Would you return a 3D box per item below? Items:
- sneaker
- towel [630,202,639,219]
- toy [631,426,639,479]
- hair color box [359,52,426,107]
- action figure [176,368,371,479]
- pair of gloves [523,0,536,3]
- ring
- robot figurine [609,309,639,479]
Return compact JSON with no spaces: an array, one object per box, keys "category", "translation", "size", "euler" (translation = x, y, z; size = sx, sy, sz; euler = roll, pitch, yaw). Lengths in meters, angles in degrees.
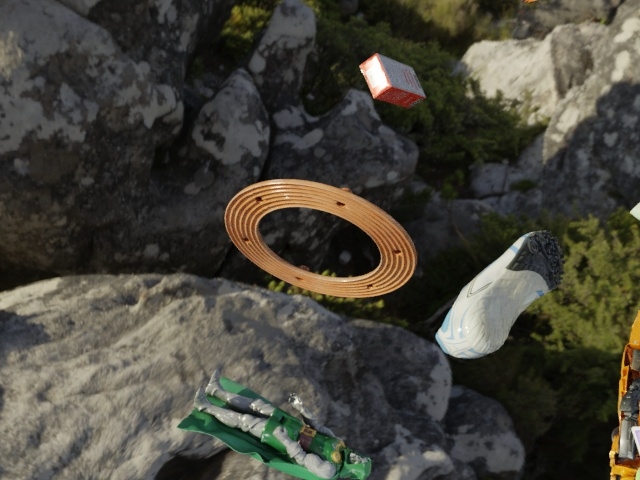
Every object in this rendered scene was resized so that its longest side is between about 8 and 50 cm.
[{"category":"sneaker","translation":[0.230,0.061,0.798],"size":[0.237,0.086,0.085],"euler":[-37,101,-32]},{"category":"towel","translation":[0.698,-0.018,0.978],"size":[0.248,0.038,0.325],"euler":[-39,67,-12]},{"category":"toy","translation":[0.445,0.268,0.667],"size":[0.056,0.237,0.137],"euler":[-8,79,-29]},{"category":"hair color box","translation":[0.136,-0.292,1.163],"size":[0.141,0.043,0.072],"euler":[-4,69,-54]},{"category":"action figure","translation":[-0.045,0.238,0.786],"size":[0.232,0.063,0.137],"euler":[24,22,6]},{"category":"pair of gloves","translation":[0.451,-0.558,1.374],"size":[0.010,0.074,0.083],"euler":[-41,104,-15]},{"category":"ring","translation":[0.000,0.000,1.082],"size":[0.336,0.336,0.032],"euler":[24,58,-9]},{"category":"robot figurine","translation":[0.508,0.262,0.980],"size":[0.085,0.211,0.291],"euler":[3,45,31]}]
